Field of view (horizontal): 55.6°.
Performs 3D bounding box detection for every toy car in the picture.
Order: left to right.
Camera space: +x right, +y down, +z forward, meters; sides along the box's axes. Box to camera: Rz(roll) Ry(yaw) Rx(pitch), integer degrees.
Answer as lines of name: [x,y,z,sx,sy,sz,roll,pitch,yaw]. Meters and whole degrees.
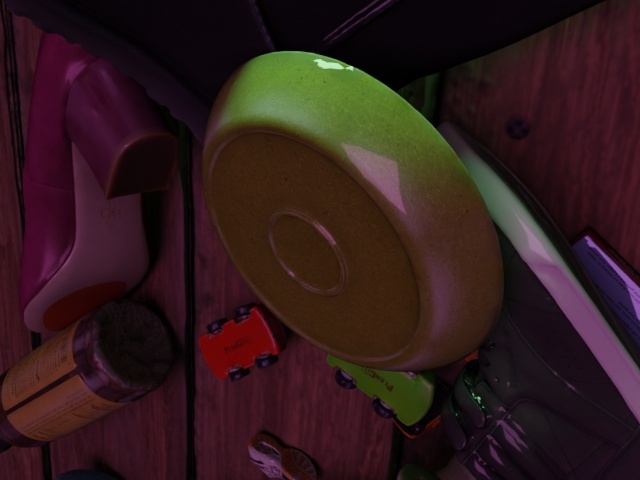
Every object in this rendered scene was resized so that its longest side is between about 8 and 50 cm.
toy car: [0.009,0.074,0.542,0.225,0.053,0.239,35,118,22]
toy car: [0.119,0.168,0.521,0.122,0.060,0.041,28,148,25]

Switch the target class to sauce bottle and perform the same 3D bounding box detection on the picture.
sauce bottle: [-0.317,0.177,0.717,0.344,0.111,0.112,-28,91,31]

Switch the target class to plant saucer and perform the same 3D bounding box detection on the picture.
plant saucer: [0.000,0.000,0.398,0.240,0.037,0.241,30,141,27]

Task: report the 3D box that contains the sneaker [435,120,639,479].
sneaker: [0.125,0.070,0.425,0.146,0.104,0.296,-33,92,25]

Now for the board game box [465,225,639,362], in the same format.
board game box: [0.248,0.139,0.459,0.281,0.027,0.145,47,118,8]

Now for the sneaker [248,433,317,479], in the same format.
sneaker: [-0.040,0.237,0.640,0.083,0.032,0.037,27,129,24]

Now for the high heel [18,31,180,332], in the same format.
high heel: [-0.247,-0.052,0.616,0.377,0.127,0.181,-47,65,38]

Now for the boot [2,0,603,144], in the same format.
boot: [0.026,-0.236,0.314,0.445,0.367,0.146,-20,53,34]

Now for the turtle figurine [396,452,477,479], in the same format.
turtle figurine: [0.069,0.322,0.513,0.197,0.275,0.266,24,115,-18]

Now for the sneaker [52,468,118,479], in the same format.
sneaker: [-0.257,0.455,0.758,0.319,0.127,0.208,44,118,11]
